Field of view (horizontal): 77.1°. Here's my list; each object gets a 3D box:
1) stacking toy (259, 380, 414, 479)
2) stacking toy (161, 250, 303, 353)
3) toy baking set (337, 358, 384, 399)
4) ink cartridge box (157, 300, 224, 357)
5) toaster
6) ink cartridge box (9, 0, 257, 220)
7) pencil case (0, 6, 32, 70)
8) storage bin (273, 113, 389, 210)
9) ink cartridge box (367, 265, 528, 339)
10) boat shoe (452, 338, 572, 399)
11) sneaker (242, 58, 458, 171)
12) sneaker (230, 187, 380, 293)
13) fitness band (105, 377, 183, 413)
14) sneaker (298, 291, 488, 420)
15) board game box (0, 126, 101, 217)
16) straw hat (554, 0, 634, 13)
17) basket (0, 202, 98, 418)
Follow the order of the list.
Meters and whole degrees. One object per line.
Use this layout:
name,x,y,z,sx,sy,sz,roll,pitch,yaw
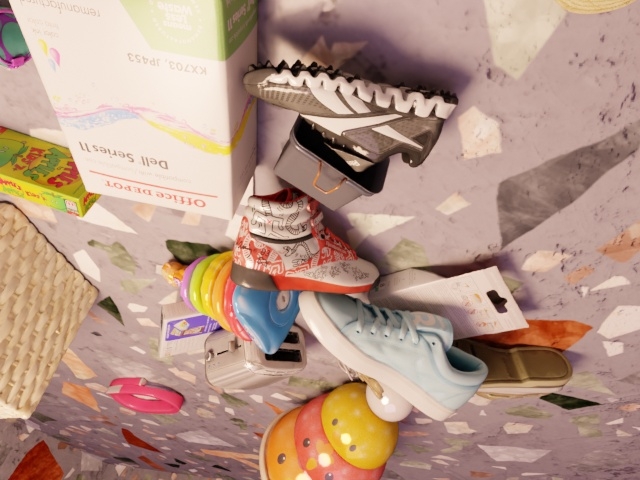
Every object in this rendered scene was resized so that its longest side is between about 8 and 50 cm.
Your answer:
stacking toy,0.079,0.484,1.038,0.350,0.351,0.480,24,119,-12
stacking toy,-0.190,0.081,0.743,0.301,0.166,0.175,8,139,28
toy baking set,0.042,0.233,0.826,0.197,0.030,0.256,59,165,-16
ink cartridge box,-0.250,0.189,0.902,0.208,0.045,0.206,-4,146,-28
toaster,-0.132,0.252,0.886,0.146,0.129,0.226,-27,147,32
ink cartridge box,-0.189,-0.152,0.486,0.206,0.119,0.354,11,138,1
pencil case,-0.438,-0.250,0.485,0.151,0.064,0.070,10,113,5
storage bin,0.006,-0.096,0.524,0.135,0.098,0.091,30,146,-18
ink cartridge box,0.225,0.112,0.720,0.224,0.056,0.181,-22,127,29
boat shoe,0.336,0.274,0.818,0.301,0.113,0.103,5,132,8
sneaker,0.030,-0.130,0.442,0.234,0.078,0.106,7,116,-12
sneaker,0.000,0.000,0.620,0.269,0.090,0.145,5,101,-33
fitness band,-0.624,0.554,1.424,0.290,0.054,0.209,-10,136,25
sneaker,0.135,0.158,0.685,0.365,0.135,0.150,36,107,-20
board game box,-0.434,-0.107,0.619,0.181,0.092,0.043,18,137,-5
straw hat,0.249,-0.246,0.314,0.144,0.061,0.145,8,138,7
basket,-0.693,0.143,0.795,0.266,0.332,0.329,-6,135,12
